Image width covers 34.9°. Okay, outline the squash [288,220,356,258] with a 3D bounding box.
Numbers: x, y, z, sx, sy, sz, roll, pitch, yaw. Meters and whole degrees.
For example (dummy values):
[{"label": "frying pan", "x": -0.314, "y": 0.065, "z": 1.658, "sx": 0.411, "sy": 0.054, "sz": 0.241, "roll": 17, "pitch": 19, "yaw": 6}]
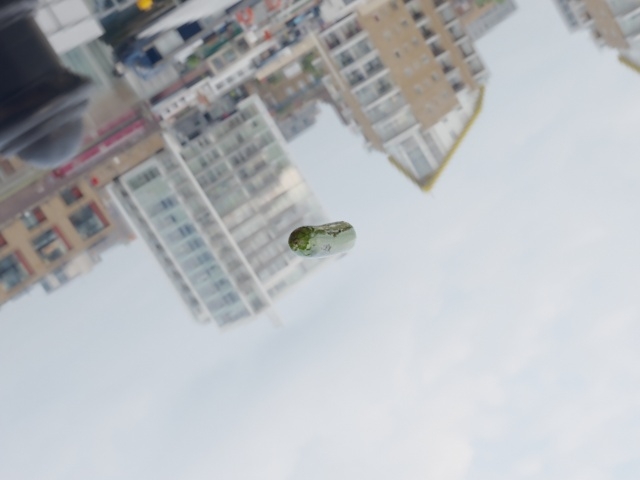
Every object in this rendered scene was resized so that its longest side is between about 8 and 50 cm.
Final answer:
[{"label": "squash", "x": 0.000, "y": 0.000, "z": 0.785, "sx": 0.027, "sy": 0.028, "sz": 0.083, "roll": -27, "pitch": 173, "yaw": 25}]
